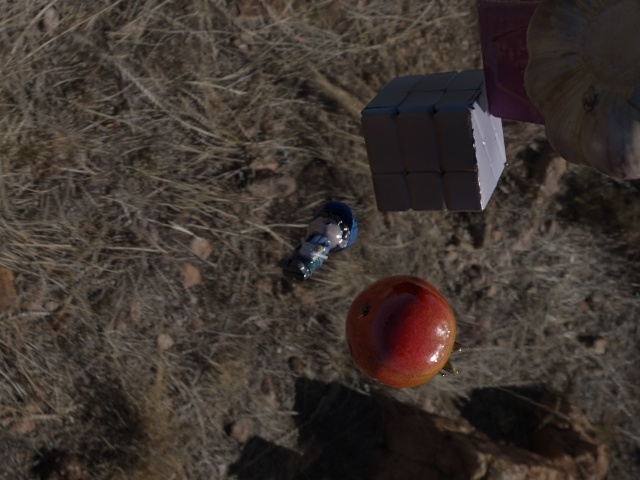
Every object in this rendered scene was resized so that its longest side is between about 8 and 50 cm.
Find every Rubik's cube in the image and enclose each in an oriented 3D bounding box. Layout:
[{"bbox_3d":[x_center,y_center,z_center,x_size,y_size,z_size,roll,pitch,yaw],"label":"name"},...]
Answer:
[{"bbox_3d":[0.233,-0.199,1.627,0.231,0.224,0.221,-51,135,-53],"label":"Rubik's cube"}]

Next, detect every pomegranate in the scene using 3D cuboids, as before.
[{"bbox_3d":[0.169,0.187,1.602,0.256,0.221,0.221,33,77,-19],"label":"pomegranate"}]

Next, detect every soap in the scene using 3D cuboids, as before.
[{"bbox_3d":[0.448,-0.316,1.394,0.128,0.359,0.233,-29,120,-30],"label":"soap"}]

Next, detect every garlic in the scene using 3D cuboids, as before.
[{"bbox_3d":[0.325,-0.169,0.797,0.160,0.245,0.245,14,86,-47],"label":"garlic"}]

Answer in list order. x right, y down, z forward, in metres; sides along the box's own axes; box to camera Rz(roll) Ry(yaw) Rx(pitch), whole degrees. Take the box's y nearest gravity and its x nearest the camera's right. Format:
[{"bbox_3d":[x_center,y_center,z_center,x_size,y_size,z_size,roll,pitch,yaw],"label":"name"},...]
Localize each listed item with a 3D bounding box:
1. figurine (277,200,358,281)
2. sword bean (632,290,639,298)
[{"bbox_3d":[0.003,0.007,1.155,0.136,0.077,0.079,-57,134,-25],"label":"figurine"},{"bbox_3d":[0.599,0.108,1.471,0.083,0.012,0.012,18,84,-10],"label":"sword bean"}]
